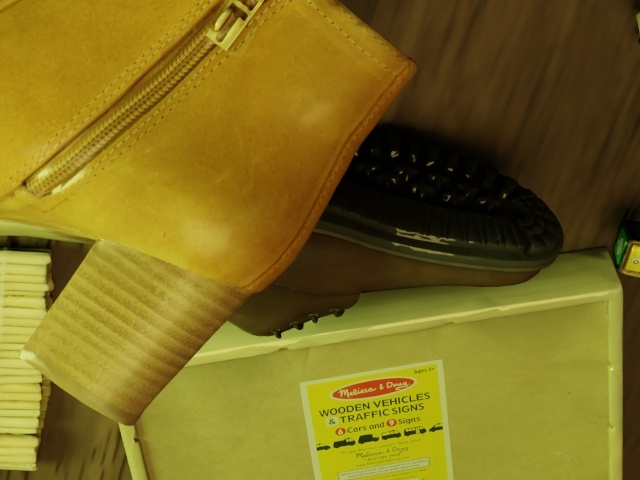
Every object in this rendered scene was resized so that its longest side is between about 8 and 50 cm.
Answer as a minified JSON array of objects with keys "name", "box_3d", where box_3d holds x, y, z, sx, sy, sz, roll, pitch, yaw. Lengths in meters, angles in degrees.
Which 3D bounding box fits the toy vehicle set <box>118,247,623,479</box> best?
[{"name":"toy vehicle set","box_3d":[0.030,0.098,0.879,0.267,0.035,0.166,-8,128,-2]}]

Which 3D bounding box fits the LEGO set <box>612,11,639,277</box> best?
[{"name":"LEGO set","box_3d":[0.250,-0.051,0.770,0.244,0.060,0.182,-15,120,10]}]

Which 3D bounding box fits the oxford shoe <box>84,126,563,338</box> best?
[{"name":"oxford shoe","box_3d":[0.000,0.000,0.779,0.227,0.083,0.096,6,129,2]}]

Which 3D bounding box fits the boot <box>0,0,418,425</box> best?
[{"name":"boot","box_3d":[-0.126,-0.084,0.685,0.295,0.104,0.211,35,90,2]}]

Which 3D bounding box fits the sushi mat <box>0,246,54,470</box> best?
[{"name":"sushi mat","box_3d":[-0.293,0.060,0.815,0.316,0.019,0.151,2,126,-10]}]
